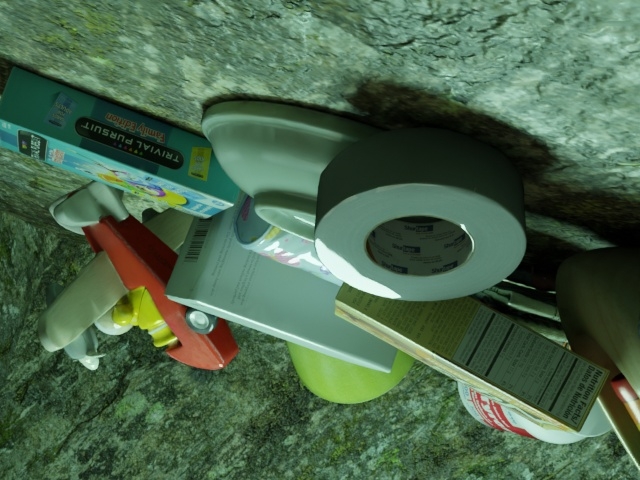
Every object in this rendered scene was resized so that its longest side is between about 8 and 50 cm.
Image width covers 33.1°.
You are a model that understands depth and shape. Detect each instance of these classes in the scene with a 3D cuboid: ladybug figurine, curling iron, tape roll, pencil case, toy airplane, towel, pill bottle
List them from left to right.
[{"bbox_3d":[-0.354,0.065,1.965,0.386,0.384,0.272,11,137,-36],"label":"toy airplane"},{"bbox_3d":[0.000,0.000,1.672,0.273,0.113,0.124,23,160,-32],"label":"pencil case"},{"bbox_3d":[0.104,-0.022,1.128,0.219,0.072,0.219,3,145,2],"label":"tape roll"},{"bbox_3d":[0.301,0.088,1.582,0.324,0.056,0.312,13,-173,-18],"label":"towel"},{"bbox_3d":[0.320,0.050,1.593,0.274,0.035,0.068,15,158,32],"label":"curling iron"},{"bbox_3d":[0.469,0.307,2.287,0.229,0.229,0.408,20,171,-14],"label":"pill bottle"},{"bbox_3d":[0.444,0.194,1.266,0.449,0.162,0.305,61,176,2],"label":"ladybug figurine"}]

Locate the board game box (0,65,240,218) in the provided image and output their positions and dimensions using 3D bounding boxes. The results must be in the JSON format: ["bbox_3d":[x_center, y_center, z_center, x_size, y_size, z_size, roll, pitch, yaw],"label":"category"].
[{"bbox_3d":[-0.292,-0.129,1.559,0.336,0.079,0.254,20,171,-13],"label":"board game box"}]

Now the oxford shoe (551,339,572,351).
[{"bbox_3d":[0.432,0.167,1.718,0.364,0.129,0.133,-4,177,44],"label":"oxford shoe"}]

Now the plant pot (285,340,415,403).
[{"bbox_3d":[0.029,0.136,2.108,0.275,0.274,0.293,14,155,27],"label":"plant pot"}]

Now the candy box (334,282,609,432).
[{"bbox_3d":[0.172,0.122,1.312,0.317,0.087,0.183,28,173,5],"label":"candy box"}]

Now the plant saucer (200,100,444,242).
[{"bbox_3d":[0.033,-0.050,1.324,0.401,0.100,0.400,17,172,2],"label":"plant saucer"}]

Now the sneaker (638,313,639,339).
[{"bbox_3d":[0.389,0.118,1.071,0.121,0.079,0.217,31,162,53],"label":"sneaker"}]

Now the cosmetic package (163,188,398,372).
[{"bbox_3d":[-0.037,0.064,1.827,0.385,0.217,0.156,24,170,-24],"label":"cosmetic package"}]
